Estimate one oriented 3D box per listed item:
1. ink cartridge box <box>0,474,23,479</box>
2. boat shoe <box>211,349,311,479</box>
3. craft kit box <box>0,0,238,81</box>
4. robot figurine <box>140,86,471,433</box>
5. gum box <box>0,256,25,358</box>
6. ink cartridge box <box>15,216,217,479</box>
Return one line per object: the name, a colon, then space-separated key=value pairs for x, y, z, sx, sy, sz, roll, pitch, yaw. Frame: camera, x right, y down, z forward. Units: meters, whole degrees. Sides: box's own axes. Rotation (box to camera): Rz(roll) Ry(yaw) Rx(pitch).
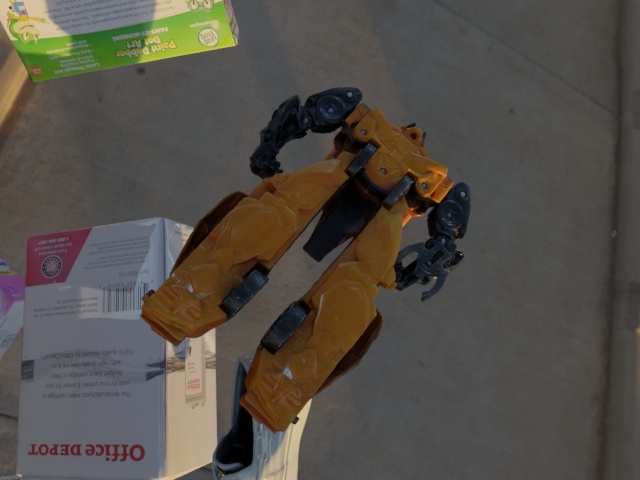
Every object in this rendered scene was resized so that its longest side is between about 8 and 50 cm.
ink cartridge box: x=-0.331 y=0.400 z=0.887 sx=0.296 sy=0.261 sz=0.066 roll=18 pitch=76 yaw=-52
boat shoe: x=-0.069 y=0.205 z=0.591 sx=0.081 sy=0.079 sz=0.228 roll=0 pitch=110 yaw=-31
craft kit box: x=-0.236 y=-0.305 z=0.628 sx=0.249 sy=0.247 sz=0.061 roll=-8 pitch=40 yaw=4
robot figurine: x=0.000 y=0.000 z=0.514 sx=0.211 sy=0.085 sz=0.291 roll=42 pitch=64 yaw=-1
gum box: x=-0.547 y=0.131 z=0.958 sx=0.107 sy=0.062 sz=0.188 roll=40 pitch=99 yaw=14
ink cartridge box: x=-0.240 y=0.130 z=0.718 sx=0.117 sy=0.207 sz=0.283 roll=24 pitch=62 yaw=-67
